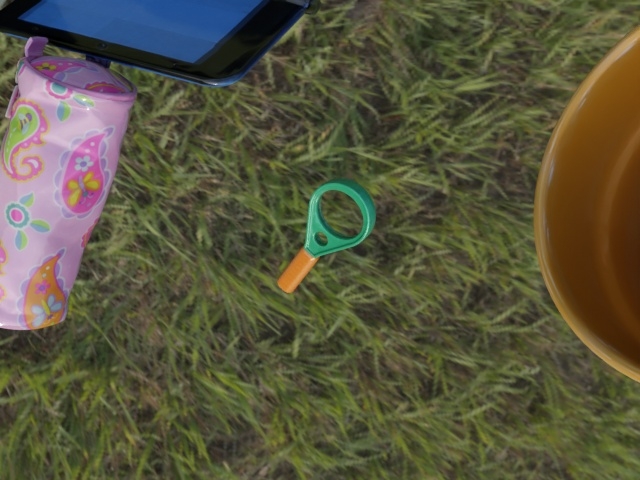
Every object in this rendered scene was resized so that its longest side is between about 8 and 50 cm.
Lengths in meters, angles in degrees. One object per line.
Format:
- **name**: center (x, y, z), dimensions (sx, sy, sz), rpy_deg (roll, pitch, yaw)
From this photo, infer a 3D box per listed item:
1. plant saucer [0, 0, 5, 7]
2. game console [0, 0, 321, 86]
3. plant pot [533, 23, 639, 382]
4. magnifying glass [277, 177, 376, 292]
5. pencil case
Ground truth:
- **plant saucer**: center (-0.427, -0.288, 0.872), dimensions (0.318, 0.043, 0.317), rpy_deg (-31, 151, -19)
- **game console**: center (-0.153, -0.304, 0.887), dimensions (0.173, 0.293, 0.250), rpy_deg (-23, 128, -64)
- **plant pot**: center (0.247, -0.003, 0.453), dimensions (0.188, 0.205, 0.205), rpy_deg (23, 93, -41)
- **magnifying glass**: center (0.000, 0.000, 1.231), dimensions (0.092, 0.231, 0.026), rpy_deg (43, 42, 5)
- **pencil case**: center (-0.275, -0.051, 0.889), dimensions (0.124, 0.124, 0.284), rpy_deg (11, 113, -30)
